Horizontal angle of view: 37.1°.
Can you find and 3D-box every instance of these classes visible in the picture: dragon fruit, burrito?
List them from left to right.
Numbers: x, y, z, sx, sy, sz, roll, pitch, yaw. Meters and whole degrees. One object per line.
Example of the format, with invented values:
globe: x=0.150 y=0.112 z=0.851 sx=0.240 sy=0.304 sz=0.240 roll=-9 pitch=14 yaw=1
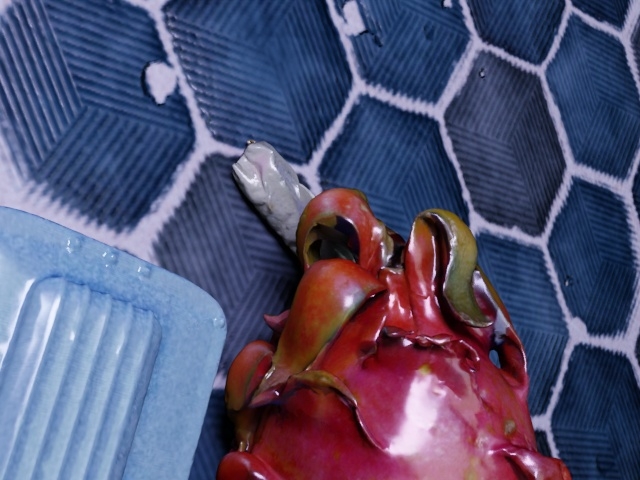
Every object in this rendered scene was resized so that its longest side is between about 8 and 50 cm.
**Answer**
burrito: x=0.000 y=0.000 z=0.730 sx=0.185 sy=0.041 sz=0.045 roll=49 pitch=66 yaw=-21
dragon fruit: x=0.040 y=0.129 z=0.625 sx=0.243 sy=0.227 sz=0.307 roll=-39 pitch=106 yaw=-40

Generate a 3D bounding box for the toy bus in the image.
toy bus: x=-0.181 y=0.155 z=0.460 sx=0.152 sy=0.190 sz=0.312 roll=26 pitch=67 yaw=-33
